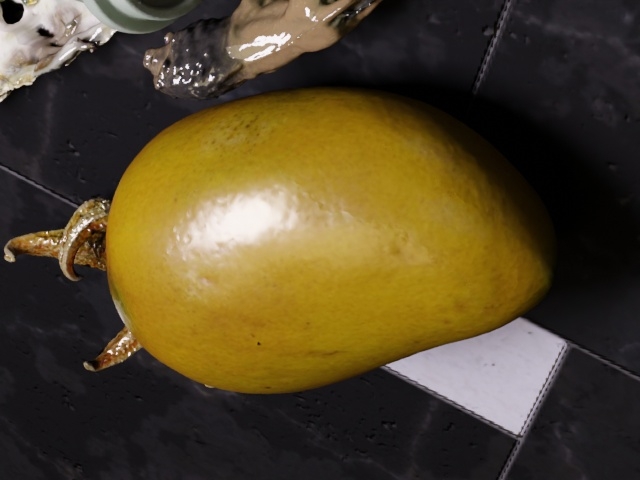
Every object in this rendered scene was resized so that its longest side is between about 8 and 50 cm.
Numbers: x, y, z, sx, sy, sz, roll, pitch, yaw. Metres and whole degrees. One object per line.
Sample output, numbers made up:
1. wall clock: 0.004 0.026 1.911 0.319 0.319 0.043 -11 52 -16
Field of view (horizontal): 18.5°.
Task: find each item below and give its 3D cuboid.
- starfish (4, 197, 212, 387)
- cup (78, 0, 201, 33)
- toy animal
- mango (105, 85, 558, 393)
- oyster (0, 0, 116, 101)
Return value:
1. starfish: -0.145 0.035 1.484 0.190 0.074 0.146 15 135 22
2. cup: -0.142 -0.197 1.232 0.141 0.120 0.120 18 140 40
3. toy animal: -0.009 -0.146 1.219 0.219 0.086 0.069 -28 115 28
4. mango: 0.000 0.000 1.280 0.317 0.173 0.211 -8 125 31
5. oyster: -0.203 -0.152 1.369 0.200 0.061 0.106 -12 104 38
